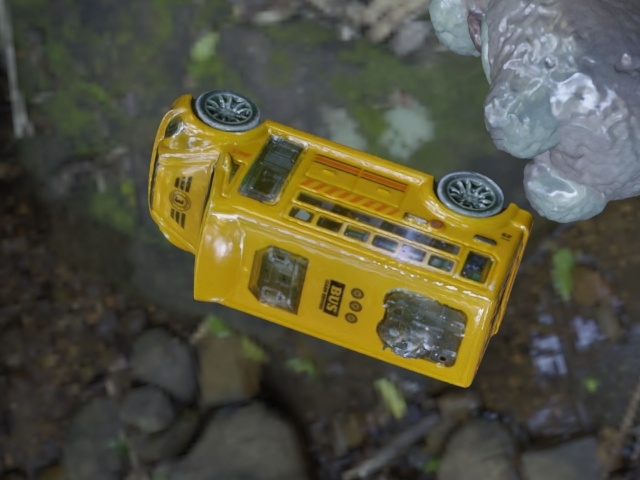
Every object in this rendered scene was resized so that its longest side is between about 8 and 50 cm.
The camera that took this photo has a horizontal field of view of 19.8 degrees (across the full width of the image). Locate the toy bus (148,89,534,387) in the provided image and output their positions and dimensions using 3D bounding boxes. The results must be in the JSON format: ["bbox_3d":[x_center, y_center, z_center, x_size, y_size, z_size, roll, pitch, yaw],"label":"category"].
[{"bbox_3d":[0.000,0.000,0.760,0.162,0.074,0.069,19,130,8],"label":"toy bus"}]

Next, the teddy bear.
[{"bbox_3d":[0.160,-0.148,1.257,0.151,0.236,0.267,-28,51,6],"label":"teddy bear"}]
